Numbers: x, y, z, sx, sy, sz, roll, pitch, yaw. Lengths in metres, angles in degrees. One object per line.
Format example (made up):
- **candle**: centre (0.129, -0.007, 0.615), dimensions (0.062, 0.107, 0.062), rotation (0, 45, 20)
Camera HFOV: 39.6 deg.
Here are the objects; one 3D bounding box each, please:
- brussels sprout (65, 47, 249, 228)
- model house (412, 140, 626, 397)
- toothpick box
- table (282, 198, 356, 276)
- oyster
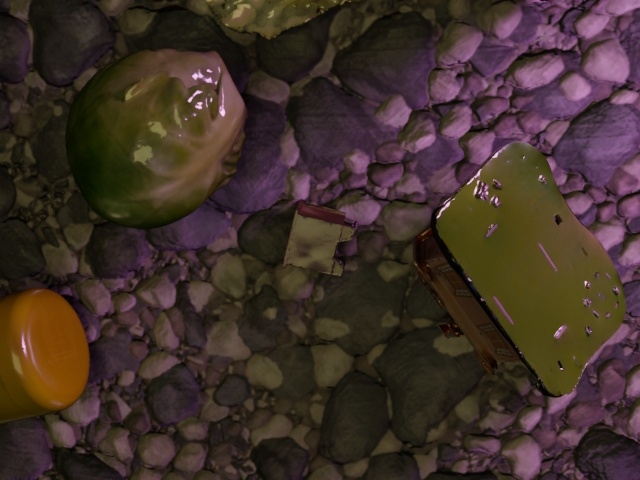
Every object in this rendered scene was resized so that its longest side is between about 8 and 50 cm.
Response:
- **brussels sprout**: centre (-0.206, -0.132, 1.119), dimensions (0.244, 0.244, 0.244), rotation (2, 103, 8)
- **model house**: centre (0.234, 0.039, 1.150), dimensions (0.207, 0.154, 0.294), rotation (-44, 106, -28)
- **toothpick box**: centre (-0.482, 0.180, 1.252), dimensions (0.271, 0.175, 0.175), rotation (-16, 100, 15)
- **table**: centre (0.000, 0.000, 1.192), dimensions (0.082, 0.070, 0.083), rotation (14, 104, 1)
- **oyster**: centre (-0.056, -0.331, 1.131), dimensions (0.209, 0.072, 0.133), rotation (-14, 108, 31)
